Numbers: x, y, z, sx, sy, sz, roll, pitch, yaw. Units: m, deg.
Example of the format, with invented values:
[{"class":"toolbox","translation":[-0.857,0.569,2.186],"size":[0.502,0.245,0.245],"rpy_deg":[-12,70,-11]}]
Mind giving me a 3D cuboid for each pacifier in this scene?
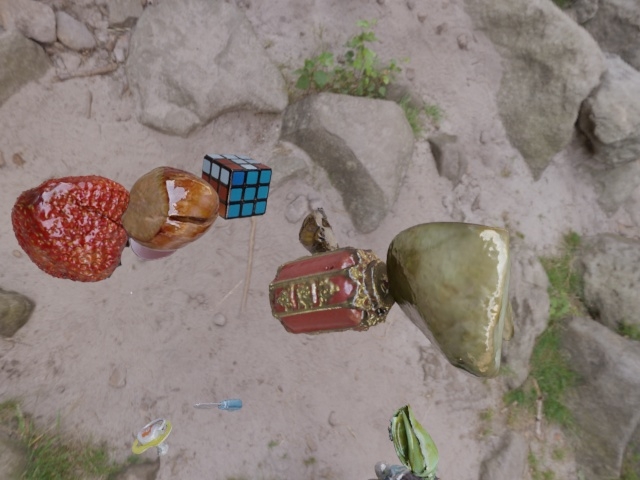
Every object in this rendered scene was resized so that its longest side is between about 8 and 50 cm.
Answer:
[{"class":"pacifier","translation":[-0.312,0.380,0.830],"size":[0.083,0.068,0.064],"rpy_deg":[-26,109,2]}]

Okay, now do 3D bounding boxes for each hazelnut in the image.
[{"class":"hazelnut","translation":[-0.245,-0.049,0.724],"size":[0.143,0.143,0.154],"rpy_deg":[42,110,-14]}]

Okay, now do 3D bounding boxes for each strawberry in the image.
[{"class":"strawberry","translation":[-0.565,-0.037,0.991],"size":[0.238,0.288,0.251],"rpy_deg":[5,77,7]}]

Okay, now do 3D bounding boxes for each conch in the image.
[{"class":"conch","translation":[0.228,0.502,1.050],"size":[0.094,0.079,0.201],"rpy_deg":[-34,82,7]}]

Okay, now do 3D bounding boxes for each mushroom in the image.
[{"class":"mushroom","translation":[0.207,0.114,0.744],"size":[0.292,0.217,0.212],"rpy_deg":[44,55,-56]}]

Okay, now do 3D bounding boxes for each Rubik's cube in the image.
[{"class":"Rubik's cube","translation":[-0.268,-0.172,1.366],"size":[0.162,0.163,0.161],"rpy_deg":[-10,121,-44]}]

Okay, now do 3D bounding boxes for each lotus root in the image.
[{"class":"lotus root","translation":[0.000,0.000,1.146],"size":[0.078,0.329,0.167],"rpy_deg":[-21,88,6]}]

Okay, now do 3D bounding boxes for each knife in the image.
[{"class":"knife","translation":[-0.296,0.467,1.226],"size":[0.058,0.244,0.032],"rpy_deg":[-18,66,15]}]

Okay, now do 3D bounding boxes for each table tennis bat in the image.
[{"class":"table tennis bat","translation":[-0.335,-0.010,0.956],"size":[0.156,0.013,0.087],"rpy_deg":[-21,88,-24]}]

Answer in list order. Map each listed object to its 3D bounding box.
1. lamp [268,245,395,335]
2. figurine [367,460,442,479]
[{"class":"lamp","translation":[0.018,0.107,0.905],"size":[0.177,0.273,0.177],"rpy_deg":[20,64,-49]},{"class":"figurine","translation":[0.231,0.836,1.365],"size":[0.361,0.377,0.267],"rpy_deg":[29,64,-22]}]
